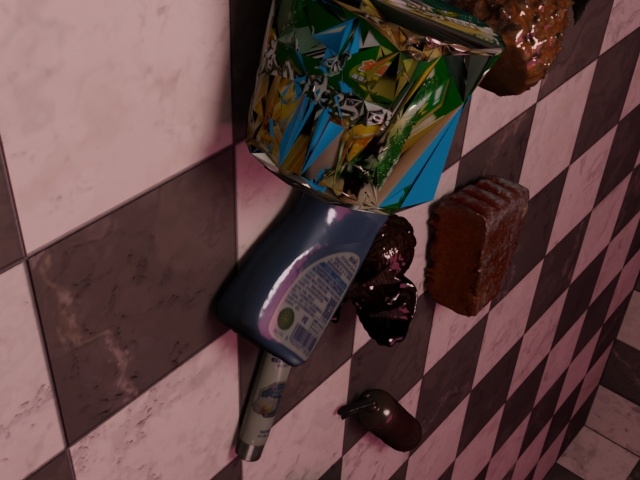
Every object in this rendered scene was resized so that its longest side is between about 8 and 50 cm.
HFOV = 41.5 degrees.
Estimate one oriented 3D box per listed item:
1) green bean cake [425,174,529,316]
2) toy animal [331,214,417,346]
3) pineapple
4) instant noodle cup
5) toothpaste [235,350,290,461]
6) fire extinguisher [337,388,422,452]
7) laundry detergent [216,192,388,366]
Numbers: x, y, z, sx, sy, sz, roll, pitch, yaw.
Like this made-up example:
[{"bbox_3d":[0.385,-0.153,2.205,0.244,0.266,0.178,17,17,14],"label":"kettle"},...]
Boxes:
[{"bbox_3d":[0.250,0.013,1.396,0.198,0.097,0.233,-31,140,-44],"label":"green bean cake"},{"bbox_3d":[0.068,0.029,1.154,0.219,0.116,0.179,65,25,-24],"label":"toy animal"},{"bbox_3d":[0.301,-0.359,1.090,0.365,0.165,0.165,-55,151,-14],"label":"pineapple"},{"bbox_3d":[0.037,-0.149,0.807,0.240,0.240,0.178,-18,137,-51],"label":"instant noodle cup"},{"bbox_3d":[-0.064,0.179,1.104,0.062,0.039,0.239,-2,115,-50],"label":"toothpaste"},{"bbox_3d":[0.105,0.312,1.463,0.089,0.072,0.268,-24,151,8],"label":"fire extinguisher"},{"bbox_3d":[0.000,0.000,1.001,0.290,0.094,0.143,-58,139,-12],"label":"laundry detergent"}]
